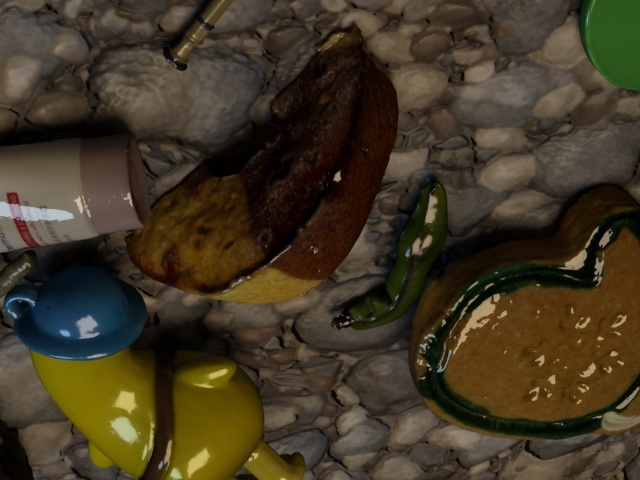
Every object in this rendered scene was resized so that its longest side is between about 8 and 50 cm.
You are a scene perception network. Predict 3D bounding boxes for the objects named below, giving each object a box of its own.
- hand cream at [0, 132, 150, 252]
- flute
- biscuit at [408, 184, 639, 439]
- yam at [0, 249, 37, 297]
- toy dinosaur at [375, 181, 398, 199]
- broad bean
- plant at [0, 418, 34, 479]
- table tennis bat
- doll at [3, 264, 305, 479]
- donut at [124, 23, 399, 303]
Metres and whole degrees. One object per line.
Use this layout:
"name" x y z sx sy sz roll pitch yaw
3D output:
"hand cream" -0.274 -0.036 1.276 0.247 0.083 0.133 -10 135 5
"flute" -0.051 -0.226 1.196 0.027 0.027 0.233 25 120 -33
"biscuit" 0.258 0.082 1.512 0.343 0.057 0.287 9 118 -29
"yam" -0.317 0.068 1.355 0.029 0.027 0.234 26 134 -31
"toy dinosaur" -0.008 -0.004 1.406 0.180 0.037 0.058 -28 157 19
"broad bean" 0.082 0.026 1.450 0.061 0.046 0.195 14 128 -30
"plant" -0.411 0.271 1.460 0.274 0.146 0.149 -17 136 0
"table tennis bat" 0.314 -0.170 1.349 0.160 0.039 0.257 -18 129 -1
"doll" -0.168 0.154 1.432 0.199 0.145 0.363 -32 126 20
"donut" -0.023 -0.029 1.306 0.295 0.151 0.112 -43 139 22
